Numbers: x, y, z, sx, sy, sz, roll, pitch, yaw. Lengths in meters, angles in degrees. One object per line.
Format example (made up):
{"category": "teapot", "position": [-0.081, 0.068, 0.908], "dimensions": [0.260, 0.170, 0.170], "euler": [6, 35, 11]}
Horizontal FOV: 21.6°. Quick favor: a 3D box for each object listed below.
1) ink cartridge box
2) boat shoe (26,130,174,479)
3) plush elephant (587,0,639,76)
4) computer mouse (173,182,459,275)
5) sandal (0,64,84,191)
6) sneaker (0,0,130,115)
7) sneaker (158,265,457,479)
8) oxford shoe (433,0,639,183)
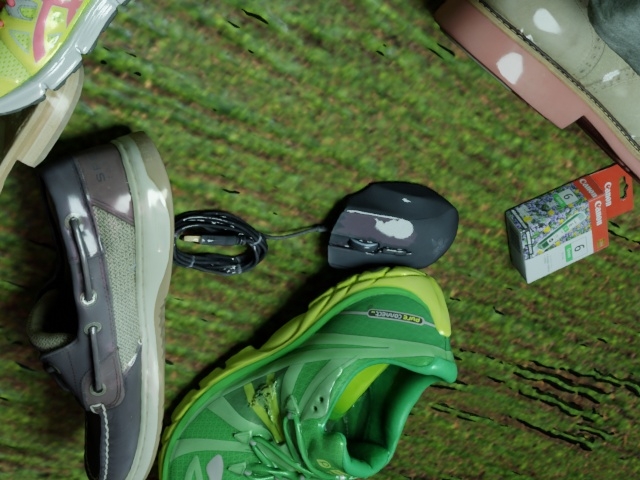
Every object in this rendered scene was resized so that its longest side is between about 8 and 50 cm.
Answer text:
{"category": "ink cartridge box", "position": [0.208, -0.016, 1.352], "dimensions": [0.115, 0.029, 0.063], "euler": [-24, 136, -9]}
{"category": "boat shoe", "position": [-0.157, 0.056, 1.158], "dimensions": [0.092, 0.103, 0.285], "euler": [-6, 127, -19]}
{"category": "plush elephant", "position": [0.208, -0.248, 1.008], "dimensions": [0.272, 0.255, 0.330], "euler": [51, 55, -10]}
{"category": "computer mouse", "position": [0.000, 0.000, 1.238], "dimensions": [0.242, 0.041, 0.071], "euler": [-6, 131, -25]}
{"category": "sandal", "position": [-0.243, -0.029, 1.048], "dimensions": [0.079, 0.088, 0.240], "euler": [25, 105, -32]}
{"category": "sneaker", "position": [-0.160, -0.162, 0.980], "dimensions": [0.208, 0.081, 0.094], "euler": [-45, 128, 5]}
{"category": "sneaker", "position": [-0.016, 0.139, 1.282], "dimensions": [0.109, 0.123, 0.295], "euler": [22, 125, -43]}
{"category": "oxford shoe", "position": [0.237, -0.120, 1.213], "dimensions": [0.348, 0.123, 0.130], "euler": [26, 107, -44]}
